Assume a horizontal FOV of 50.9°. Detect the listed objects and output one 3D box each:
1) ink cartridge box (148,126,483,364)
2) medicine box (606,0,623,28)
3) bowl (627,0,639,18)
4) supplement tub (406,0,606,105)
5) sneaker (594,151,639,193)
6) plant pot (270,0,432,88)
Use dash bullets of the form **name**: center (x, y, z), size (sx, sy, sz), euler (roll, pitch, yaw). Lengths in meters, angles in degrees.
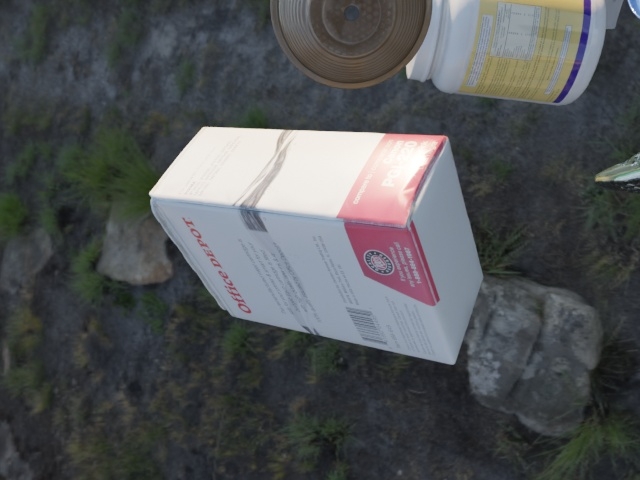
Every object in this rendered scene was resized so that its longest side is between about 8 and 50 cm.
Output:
- **ink cartridge box**: center (0.000, 0.000, 0.522), size (0.217, 0.159, 0.092), euler (6, 51, 30)
- **medicine box**: center (0.647, -0.710, 1.698), size (0.289, 0.149, 0.264), euler (-108, 16, -50)
- **bowl**: center (0.910, -0.738, 1.670), size (0.391, 0.077, 0.392), euler (-173, 90, -81)
- **supplement tub**: center (0.346, -0.397, 1.302), size (0.331, 0.241, 0.241), euler (6, 90, -1)
- **sneaker**: center (0.833, -0.234, 1.553), size (0.410, 0.158, 0.182), euler (-23, 63, 39)
- **plant pot**: center (0.043, -0.325, 0.950), size (0.237, 0.237, 0.110), euler (-55, 12, 22)
